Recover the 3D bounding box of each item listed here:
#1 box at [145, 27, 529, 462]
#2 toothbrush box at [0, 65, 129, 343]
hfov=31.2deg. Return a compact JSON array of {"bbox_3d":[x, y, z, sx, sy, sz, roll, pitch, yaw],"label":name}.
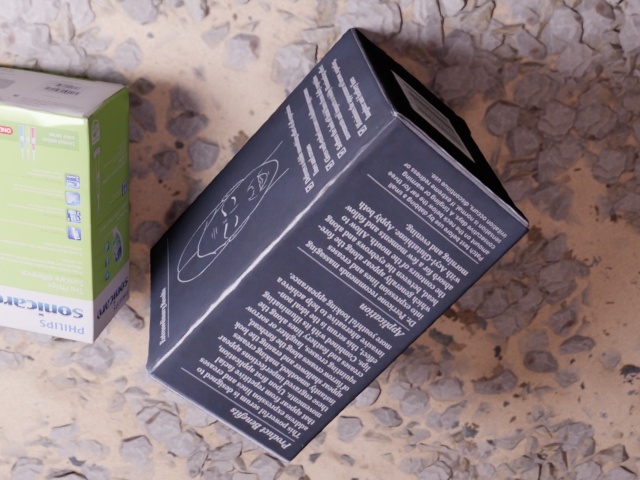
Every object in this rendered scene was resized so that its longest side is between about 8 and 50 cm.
[{"bbox_3d":[0.000,0.000,1.329,0.212,0.293,0.395,38,107,-23],"label":"box"},{"bbox_3d":[-0.336,-0.044,1.321,0.206,0.122,0.283,9,116,11],"label":"toothbrush box"}]
